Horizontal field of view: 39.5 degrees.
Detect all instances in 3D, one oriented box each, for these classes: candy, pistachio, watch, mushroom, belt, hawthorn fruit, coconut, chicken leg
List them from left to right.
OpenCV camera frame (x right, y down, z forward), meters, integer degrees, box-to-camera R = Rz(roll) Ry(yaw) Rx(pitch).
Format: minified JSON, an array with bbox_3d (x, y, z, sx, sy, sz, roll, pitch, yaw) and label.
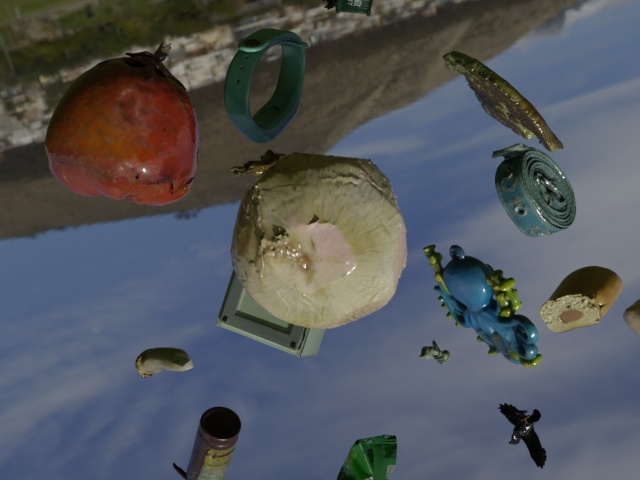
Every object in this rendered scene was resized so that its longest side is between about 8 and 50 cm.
[{"bbox_3d":[-0.331,-0.213,1.571,0.276,0.307,0.276,14,171,2],"label":"hawthorn fruit"},{"bbox_3d":[-0.387,0.302,2.222,0.084,0.071,0.209,-22,-173,-40],"label":"mushroom"},{"bbox_3d":[-0.147,-0.181,2.189,0.178,0.070,0.093,-15,-138,-41],"label":"chicken leg"},{"bbox_3d":[-0.098,-0.293,1.641,0.068,0.195,0.237,14,-140,24],"label":"watch"},{"bbox_3d":[0.000,0.000,1.438,0.297,0.297,0.254,-17,-173,-3],"label":"coconut"},{"bbox_3d":[0.099,0.538,2.031,0.141,0.203,0.078,18,-170,-30],"label":"candy"},{"bbox_3d":[0.388,-0.085,1.590,0.163,0.148,0.082,15,155,-38],"label":"belt"},{"bbox_3d":[0.911,0.205,2.456,0.145,0.117,0.200,17,170,5],"label":"pistachio"}]

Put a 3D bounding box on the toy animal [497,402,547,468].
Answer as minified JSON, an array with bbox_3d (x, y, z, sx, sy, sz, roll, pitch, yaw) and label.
[{"bbox_3d":[0.504,0.466,2.210,0.062,0.108,0.220,-3,-149,-20],"label":"toy animal"}]

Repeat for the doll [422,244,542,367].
[{"bbox_3d":[0.402,0.152,2.130,0.099,0.341,0.346,-38,-165,-19],"label":"doll"}]

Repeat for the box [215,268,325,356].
[{"bbox_3d":[-0.092,0.127,2.054,0.225,0.225,0.117,18,179,20],"label":"box"}]

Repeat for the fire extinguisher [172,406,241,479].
[{"bbox_3d":[-0.211,0.400,1.643,0.075,0.252,0.106,-8,-134,-29],"label":"fire extinguisher"}]

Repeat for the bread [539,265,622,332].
[{"bbox_3d":[0.536,0.114,1.832,0.134,0.085,0.173,-24,-172,41],"label":"bread"}]

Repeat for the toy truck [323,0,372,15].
[{"bbox_3d":[0.064,-0.600,1.839,0.121,0.259,0.088,5,-133,-3],"label":"toy truck"}]

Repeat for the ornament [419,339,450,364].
[{"bbox_3d":[0.293,0.285,2.251,0.041,0.092,0.068,-50,-157,26],"label":"ornament"}]

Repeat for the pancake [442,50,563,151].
[{"bbox_3d":[0.457,-0.346,2.219,0.054,0.376,0.197,-47,-177,-9],"label":"pancake"}]
